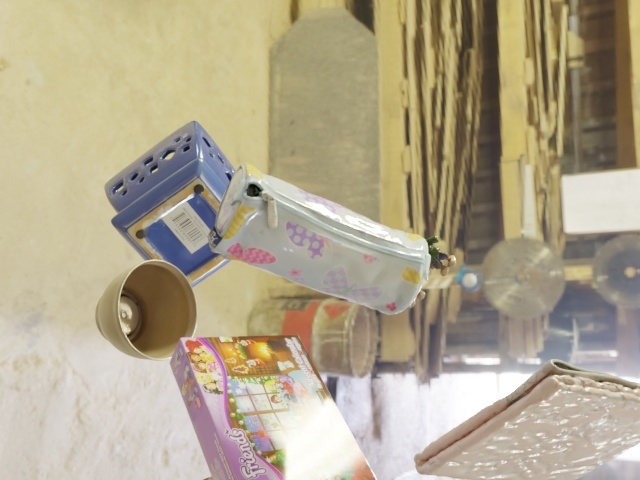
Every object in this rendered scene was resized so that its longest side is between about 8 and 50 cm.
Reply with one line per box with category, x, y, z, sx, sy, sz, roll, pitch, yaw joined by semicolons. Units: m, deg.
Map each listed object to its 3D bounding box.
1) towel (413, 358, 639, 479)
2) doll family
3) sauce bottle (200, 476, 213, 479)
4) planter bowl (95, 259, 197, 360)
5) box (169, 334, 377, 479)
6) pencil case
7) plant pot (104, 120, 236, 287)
towel;0.365;0.303;1.111;0.332;0.317;0.053;16;44;-29
doll family;0.124;0.050;1.166;0.111;0.193;0.076;27;23;-29
sauce bottle;-0.246;0.525;1.478;0.128;0.042;0.042;-15;99;-67
planter bowl;-0.298;0.120;1.157;0.162;0.109;0.161;20;64;-49
box;-0.065;0.252;0.957;0.201;0.057;0.293;3;38;-35
pencil case;0.000;0.000;0.878;0.273;0.124;0.113;23;50;-19
plant pot;-0.258;-0.053;1.354;0.236;0.236;0.212;54;4;-29
